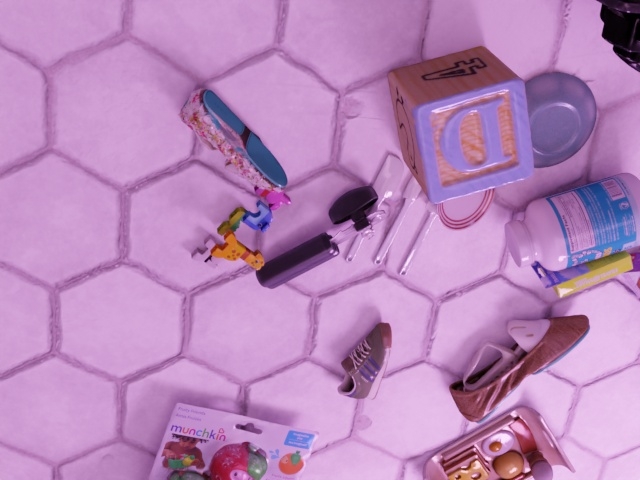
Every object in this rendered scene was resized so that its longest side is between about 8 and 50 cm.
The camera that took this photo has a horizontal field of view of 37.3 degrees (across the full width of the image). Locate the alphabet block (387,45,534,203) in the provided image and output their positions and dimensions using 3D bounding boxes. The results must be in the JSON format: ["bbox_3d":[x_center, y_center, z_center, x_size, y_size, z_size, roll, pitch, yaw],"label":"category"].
[{"bbox_3d":[0.242,-0.205,1.653,0.193,0.197,0.192,-14,118,-3],"label":"alphabet block"}]

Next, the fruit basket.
[{"bbox_3d":[-0.205,0.531,2.011,0.327,0.165,0.353,17,112,-19],"label":"fruit basket"}]

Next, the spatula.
[{"bbox_3d":[0.157,-0.038,1.839,0.168,0.019,0.242,15,115,-20],"label":"spatula"}]

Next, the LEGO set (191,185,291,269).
[{"bbox_3d":[-0.131,-0.006,1.761,0.093,0.087,0.227,38,108,-26],"label":"LEGO set"}]

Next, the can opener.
[{"bbox_3d":[0.000,0.000,1.807,0.280,0.093,0.074,-32,165,9],"label":"can opener"}]

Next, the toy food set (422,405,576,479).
[{"bbox_3d":[0.408,0.532,2.169,0.306,0.092,0.220,-31,121,7],"label":"toy food set"}]

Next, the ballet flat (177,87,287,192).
[{"bbox_3d":[-0.156,-0.169,1.676,0.077,0.091,0.241,-26,118,31],"label":"ballet flat"}]

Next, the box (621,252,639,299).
[{"bbox_3d":[0.784,0.128,1.966,0.201,0.057,0.293,-8,135,47],"label":"box"}]

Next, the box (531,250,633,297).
[{"bbox_3d":[0.521,0.049,1.906,0.178,0.109,0.042,-22,123,2],"label":"box"}]

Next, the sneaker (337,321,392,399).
[{"bbox_3d":[0.087,0.254,1.963,0.086,0.064,0.192,2,122,-18],"label":"sneaker"}]

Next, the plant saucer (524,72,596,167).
[{"bbox_3d":[0.434,-0.217,1.780,0.194,0.037,0.195,-5,120,-9],"label":"plant saucer"}]

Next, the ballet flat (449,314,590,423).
[{"bbox_3d":[0.408,0.247,2.013,0.124,0.116,0.342,44,108,-9],"label":"ballet flat"}]

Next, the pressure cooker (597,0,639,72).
[{"bbox_3d":[0.646,-0.451,1.504,0.369,0.375,0.421,16,120,15],"label":"pressure cooker"}]

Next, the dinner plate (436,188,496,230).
[{"bbox_3d":[0.277,-0.085,1.819,0.141,0.017,0.141,-17,126,-25],"label":"dinner plate"}]

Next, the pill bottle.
[{"bbox_3d":[0.497,-0.029,1.837,0.264,0.146,0.146,-17,121,0],"label":"pill bottle"}]
